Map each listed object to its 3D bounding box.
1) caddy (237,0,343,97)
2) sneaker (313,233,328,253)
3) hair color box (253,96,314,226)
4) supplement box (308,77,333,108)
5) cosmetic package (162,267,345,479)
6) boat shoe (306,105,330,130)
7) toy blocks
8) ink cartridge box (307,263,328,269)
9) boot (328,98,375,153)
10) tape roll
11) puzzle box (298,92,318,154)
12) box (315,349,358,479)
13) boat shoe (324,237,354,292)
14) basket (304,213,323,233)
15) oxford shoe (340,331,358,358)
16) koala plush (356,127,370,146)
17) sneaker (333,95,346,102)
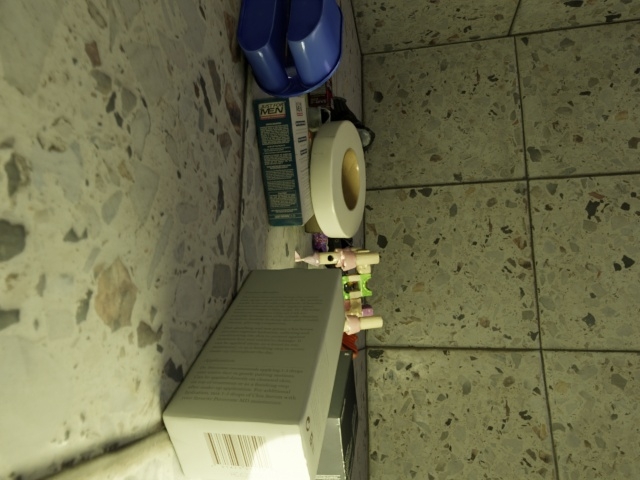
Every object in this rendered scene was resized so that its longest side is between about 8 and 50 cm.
[{"bbox_3d":[-0.067,-0.525,1.072,0.179,0.241,0.341,54,36,-62],"label":"caddy"},{"bbox_3d":[0.000,0.000,1.715,0.071,0.068,0.169,-50,138,-64],"label":"sneaker"},{"bbox_3d":[-0.095,-0.227,1.205,0.174,0.105,0.347,-57,144,-70],"label":"hair color box"},{"bbox_3d":[-0.002,-0.608,1.545,0.130,0.073,0.239,-40,127,-76],"label":"supplement box"},{"bbox_3d":[-0.090,0.234,0.852,0.453,0.230,0.161,-68,154,-61],"label":"cosmetic package"},{"bbox_3d":[-0.005,-0.425,1.470,0.227,0.081,0.079,-48,134,-73],"label":"boat shoe"},{"bbox_3d":[0.047,0.164,1.490,0.309,0.260,0.288,-148,-127,-79],"label":"toy blocks"},{"bbox_3d":[-0.005,0.158,1.660,0.150,0.063,0.109,51,39,-71],"label":"ink cartridge box"},{"bbox_3d":[0.051,-0.414,1.837,0.260,0.348,0.131,48,16,26],"label":"boot"},{"bbox_3d":[0.069,-0.201,1.400,0.392,0.072,0.391,2,90,-69],"label":"tape roll"},{"bbox_3d":[-0.064,-0.473,1.525,0.408,0.052,0.272,-78,162,-49],"label":"puzzle box"},{"bbox_3d":[0.015,0.590,1.402,0.343,0.179,0.312,-61,148,-68],"label":"box"},{"bbox_3d":[0.077,0.019,1.862,0.187,0.156,0.499,61,29,-62],"label":"boat shoe"},{"bbox_3d":[0.004,-0.158,1.569,0.204,0.154,0.226,-37,121,-68],"label":"basket"},{"bbox_3d":[0.097,0.511,2.044,0.132,0.130,0.363,-61,180,10],"label":"oxford shoe"},{"bbox_3d":[0.045,-0.368,1.660,0.221,0.203,0.196,21,-88,64],"label":"koala plush"},{"bbox_3d":[0.070,-0.551,2.003,0.111,0.121,0.299,-1,89,-78],"label":"sneaker"}]
